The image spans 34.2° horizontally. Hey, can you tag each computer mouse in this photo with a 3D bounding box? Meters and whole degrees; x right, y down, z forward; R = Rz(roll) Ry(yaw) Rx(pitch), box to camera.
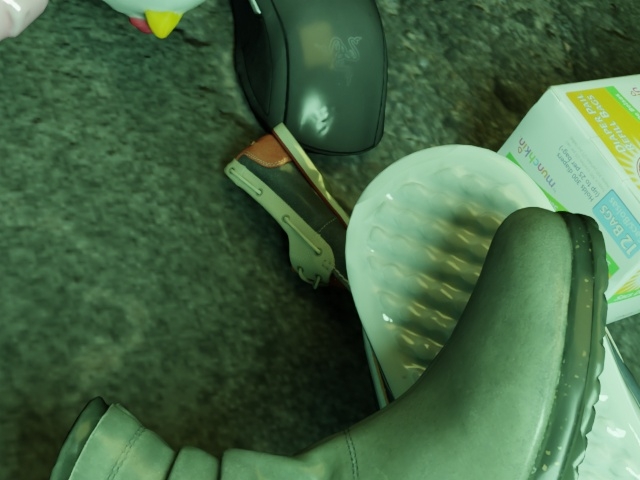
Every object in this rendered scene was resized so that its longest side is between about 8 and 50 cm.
[{"bbox_3d":[-0.045,-0.173,0.653,0.184,0.060,0.262,10,50,-22],"label":"computer mouse"}]

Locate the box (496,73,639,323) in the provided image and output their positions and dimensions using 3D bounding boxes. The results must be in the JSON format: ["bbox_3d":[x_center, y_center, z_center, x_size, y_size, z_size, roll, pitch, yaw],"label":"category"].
[{"bbox_3d":[0.210,-0.031,0.643,0.203,0.103,0.114,-12,60,-35],"label":"box"}]

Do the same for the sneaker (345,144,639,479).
[{"bbox_3d":[0.097,0.123,0.439,0.126,0.127,0.321,-14,80,7],"label":"sneaker"}]

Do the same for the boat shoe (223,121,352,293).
[{"bbox_3d":[0.000,0.000,0.549,0.043,0.049,0.137,-36,73,1],"label":"boat shoe"}]

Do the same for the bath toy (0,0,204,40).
[{"bbox_3d":[-0.193,-0.148,0.491,0.348,0.151,0.129,-5,33,-31],"label":"bath toy"}]

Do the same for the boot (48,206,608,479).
[{"bbox_3d":[-0.012,0.085,0.347,0.161,0.083,0.246,20,89,3],"label":"boot"}]
